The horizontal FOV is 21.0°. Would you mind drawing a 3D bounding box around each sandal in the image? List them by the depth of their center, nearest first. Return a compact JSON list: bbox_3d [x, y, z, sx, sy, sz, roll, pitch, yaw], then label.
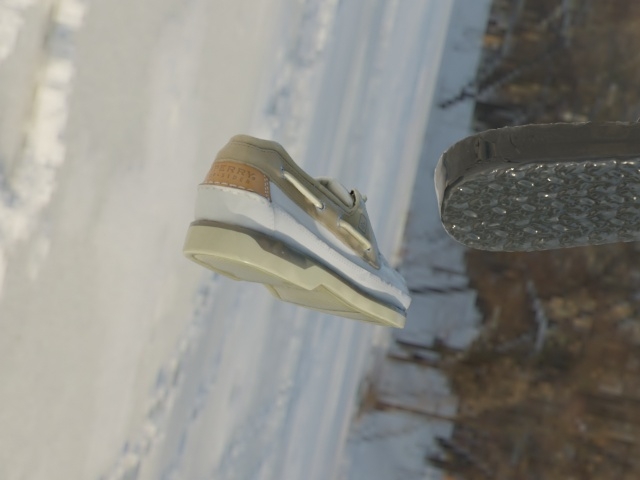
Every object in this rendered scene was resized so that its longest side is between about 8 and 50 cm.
[{"bbox_3d":[0.314,-0.076,1.396,0.167,0.445,0.107,94,-6,-57],"label":"sandal"}]

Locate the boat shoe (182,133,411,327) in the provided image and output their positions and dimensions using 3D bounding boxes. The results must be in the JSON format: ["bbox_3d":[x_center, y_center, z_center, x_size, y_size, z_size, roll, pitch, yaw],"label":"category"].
[{"bbox_3d":[0.000,0.000,1.405,0.302,0.113,0.103,31,70,-62],"label":"boat shoe"}]
